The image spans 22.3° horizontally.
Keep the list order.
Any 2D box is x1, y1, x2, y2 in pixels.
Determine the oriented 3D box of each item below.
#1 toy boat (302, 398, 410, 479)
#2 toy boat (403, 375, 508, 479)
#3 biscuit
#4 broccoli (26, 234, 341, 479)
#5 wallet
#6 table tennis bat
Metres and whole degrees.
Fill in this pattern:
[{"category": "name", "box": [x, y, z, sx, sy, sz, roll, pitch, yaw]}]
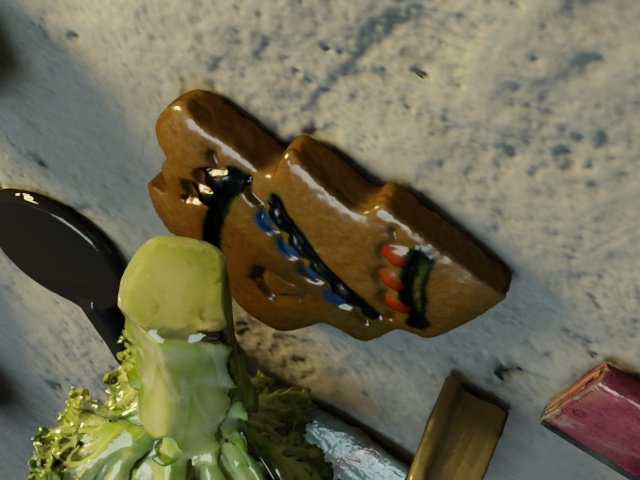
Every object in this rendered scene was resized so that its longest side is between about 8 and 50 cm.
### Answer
[{"category": "toy boat", "box": [0.062, 0.253, 1.533, 0.206, 0.096, 0.282, -8, 121, 44]}, {"category": "toy boat", "box": [0.100, 0.204, 1.362, 0.061, 0.116, 0.188, 22, 150, 5]}, {"category": "biscuit", "box": [-0.001, 0.001, 1.212, 0.301, 0.043, 0.278, 13, 147, 31]}, {"category": "broccoli", "box": [-0.131, 0.123, 1.341, 0.252, 0.221, 0.361, 16, 147, 30]}, {"category": "wallet", "box": [0.287, 0.175, 1.227, 0.232, 0.025, 0.119, 32, 151, -2]}, {"category": "table tennis bat", "box": [-0.227, 0.036, 1.509, 0.150, 0.027, 0.236, 8, 142, 36]}]
